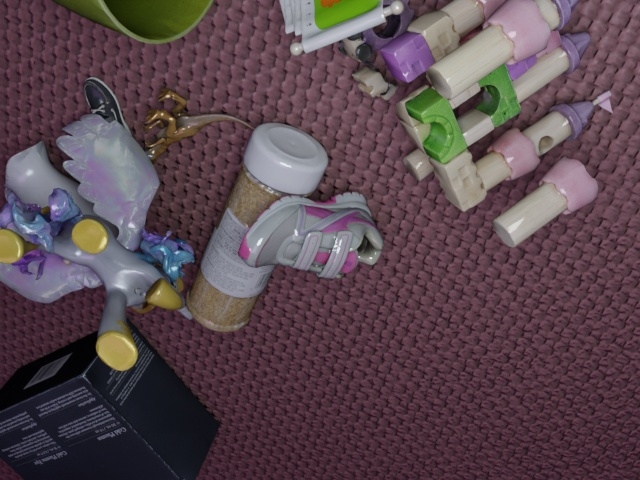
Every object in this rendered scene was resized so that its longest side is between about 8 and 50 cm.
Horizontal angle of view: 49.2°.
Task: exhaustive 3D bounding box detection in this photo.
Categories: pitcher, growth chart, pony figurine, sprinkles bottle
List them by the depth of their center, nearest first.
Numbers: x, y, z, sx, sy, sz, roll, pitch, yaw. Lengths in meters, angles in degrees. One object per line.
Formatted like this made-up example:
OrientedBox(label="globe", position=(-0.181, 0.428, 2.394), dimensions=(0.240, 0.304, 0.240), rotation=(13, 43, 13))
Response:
OrientedBox(label="growth chart", position=(0.005, -0.345, 0.865), dimensions=(0.172, 0.021, 0.237), rotation=(-25, 70, 22))
OrientedBox(label="pony figurine", position=(-0.325, 0.011, 0.994), dimensions=(0.351, 0.363, 0.303), rotation=(44, 89, -5))
OrientedBox(label="sprinkles bottle", position=(-0.110, -0.011, 1.112), dimensions=(0.121, 0.121, 0.355), rotation=(26, 123, -3))
OrientedBox(label="pitcher", position=(-0.450, -0.041, 1.191), dimensions=(0.207, 0.125, 0.178), rotation=(50, 140, -6))

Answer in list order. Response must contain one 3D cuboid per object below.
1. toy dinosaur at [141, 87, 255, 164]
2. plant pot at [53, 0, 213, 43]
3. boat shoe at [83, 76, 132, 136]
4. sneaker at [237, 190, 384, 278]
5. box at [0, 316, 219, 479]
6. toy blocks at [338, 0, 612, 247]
OrientedBox(label="toy dinosaur", position=(-0.207, -0.182, 1.082), dimensions=(0.212, 0.064, 0.112), rotation=(-18, 142, 24))
OrientedBox(label="plant pot", position=(-0.306, -0.408, 0.862), dimensions=(0.294, 0.275, 0.274), rotation=(18, 125, 22))
OrientedBox(label="boat shoe", position=(-0.341, -0.196, 1.106), dimensions=(0.046, 0.038, 0.125), rotation=(-9, 118, 20))
OrientedBox(label="sneaker", position=(0.000, 0.000, 1.015), dimensions=(0.111, 0.252, 0.103), rotation=(50, 136, 30))
OrientedBox(label="box", position=(-0.443, 0.370, 1.392), dimensions=(0.343, 0.179, 0.312), rotation=(-25, 111, 26))
OrientedBox(label="toy blocks", position=(0.227, -0.210, 0.886), dimensions=(0.260, 0.309, 0.288), rotation=(-36, 124, -5))
